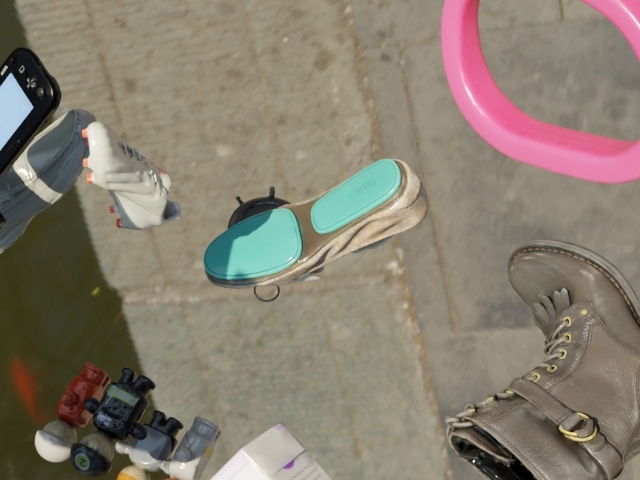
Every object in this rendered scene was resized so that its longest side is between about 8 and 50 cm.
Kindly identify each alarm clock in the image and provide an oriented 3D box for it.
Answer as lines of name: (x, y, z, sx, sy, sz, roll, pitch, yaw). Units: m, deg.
alarm clock: (-0.080, 0.010, 1.858, 0.129, 0.192, 0.064, 4, 149, -7)

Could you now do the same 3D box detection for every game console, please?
game console: (-0.492, -0.135, 1.709, 0.361, 0.044, 0.213, -44, 82, 29)

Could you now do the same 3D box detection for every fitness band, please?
fitness band: (0.208, -0.157, 1.073, 0.291, 0.054, 0.209, 24, 135, 52)

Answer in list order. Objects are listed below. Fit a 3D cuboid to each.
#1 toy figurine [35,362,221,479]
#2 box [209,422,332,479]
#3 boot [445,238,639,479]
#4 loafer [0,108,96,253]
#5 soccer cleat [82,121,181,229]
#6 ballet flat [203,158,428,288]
toy figurine: (-0.264, 0.279, 1.663, 0.209, 0.148, 0.213, 40, 157, -28)
box: (-0.120, 0.270, 0.955, 0.063, 0.067, 0.324, 47, 118, 9)
boot: (0.196, 0.118, 1.053, 0.263, 0.229, 0.091, 43, 143, 34)
loafer: (-0.472, -0.096, 1.898, 0.111, 0.112, 0.319, 30, 117, -36)
soccer cleat: (-0.201, -0.071, 1.295, 0.076, 0.068, 0.196, -8, 154, 3)
ballet flat: (0.000, 0.000, 1.544, 0.316, 0.108, 0.106, -22, 145, 25)
